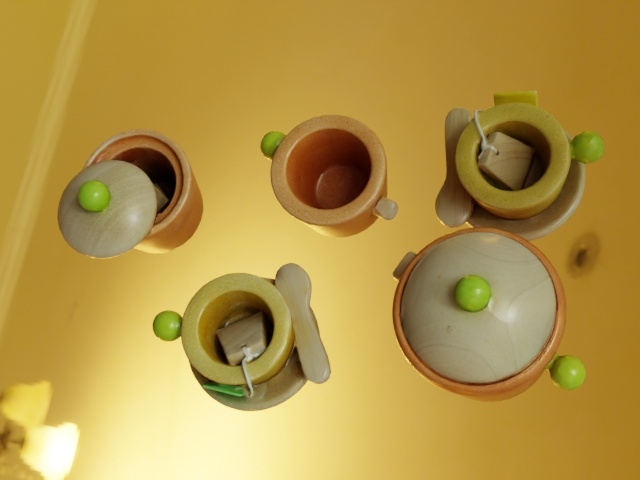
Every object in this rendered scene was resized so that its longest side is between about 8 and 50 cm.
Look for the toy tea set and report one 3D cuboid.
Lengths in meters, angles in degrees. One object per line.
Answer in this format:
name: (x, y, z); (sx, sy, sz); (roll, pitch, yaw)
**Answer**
toy tea set: (0.000, 0.000, 0.749); (0.124, 0.336, 0.200); (56, 32, -69)
